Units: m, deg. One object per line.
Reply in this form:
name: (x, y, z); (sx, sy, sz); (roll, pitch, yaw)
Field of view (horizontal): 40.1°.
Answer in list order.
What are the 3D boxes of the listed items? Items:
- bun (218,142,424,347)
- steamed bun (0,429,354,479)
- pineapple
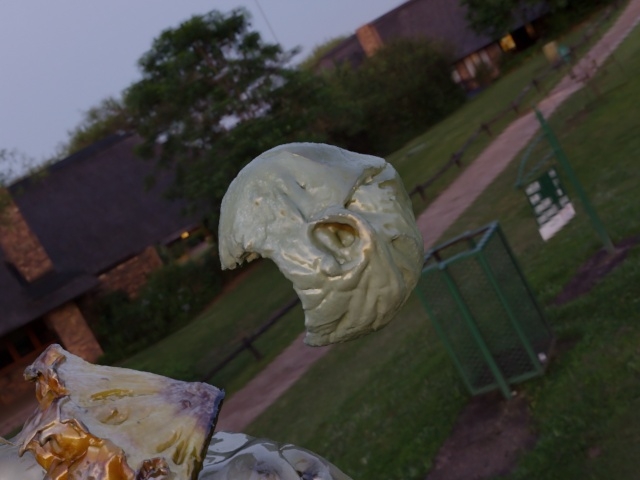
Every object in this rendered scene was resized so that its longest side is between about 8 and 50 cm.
bun: (0.000, 0.000, 0.861); (0.212, 0.204, 0.126); (13, -12, 0)
steamed bun: (-0.092, 0.276, 0.649); (0.346, 0.394, 0.237); (-48, -10, 6)
pineapple: (-0.100, 0.104, 0.467); (0.116, 0.137, 0.069); (-13, -41, -44)
